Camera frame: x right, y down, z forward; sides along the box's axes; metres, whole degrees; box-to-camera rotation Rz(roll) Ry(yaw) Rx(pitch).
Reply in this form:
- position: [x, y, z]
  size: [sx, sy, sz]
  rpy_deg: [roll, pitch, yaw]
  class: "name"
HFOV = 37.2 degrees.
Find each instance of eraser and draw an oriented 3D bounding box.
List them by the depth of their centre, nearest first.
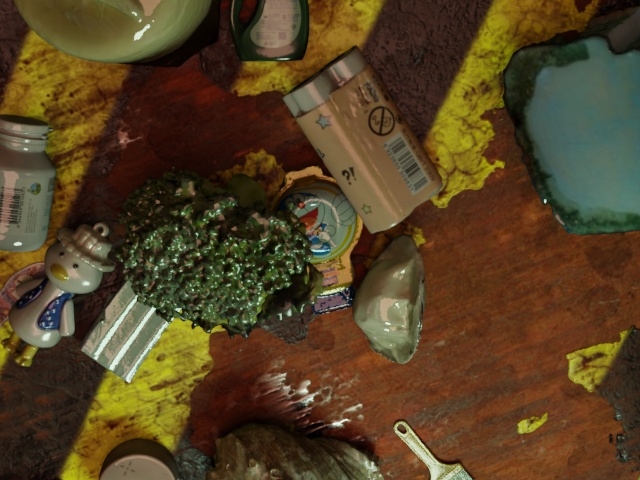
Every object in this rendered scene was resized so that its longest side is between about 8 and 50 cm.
- position: [0.083, -0.177, 1.661]
  size: [0.171, 0.087, 0.291]
  rpy_deg: [-38, 105, -16]
  class: "eraser"

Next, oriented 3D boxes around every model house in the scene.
- position: [0.545, -0.244, 1.626]
  size: [0.339, 0.297, 0.360]
  rpy_deg: [-37, 108, -33]
  class: "model house"

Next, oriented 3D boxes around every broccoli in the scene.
- position: [-0.162, 0.021, 1.579]
  size: [0.324, 0.272, 0.334]
  rpy_deg: [41, 142, 23]
  class: "broccoli"

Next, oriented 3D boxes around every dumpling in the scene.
- position: [0.138, 0.114, 1.692]
  size: [0.142, 0.172, 0.247]
  rpy_deg: [-5, 116, -27]
  class: "dumpling"

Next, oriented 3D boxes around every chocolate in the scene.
- position: [-0.314, -0.417, 1.477]
  size: [0.325, 0.297, 0.314]
  rpy_deg: [5, 108, -7]
  class: "chocolate"

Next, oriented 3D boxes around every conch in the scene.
- position: [-0.052, 0.489, 1.765]
  size: [0.352, 0.210, 0.297]
  rpy_deg: [4, 118, -4]
  class: "conch"

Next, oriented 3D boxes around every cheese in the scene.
- position: [0.000, 0.000, 1.712]
  size: [0.176, 0.069, 0.271]
  rpy_deg: [-14, 104, -2]
  class: "cheese"

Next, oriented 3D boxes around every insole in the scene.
- position: [-0.561, 0.107, 1.723]
  size: [0.197, 0.004, 0.065]
  rpy_deg: [-39, 104, 4]
  class: "insole"

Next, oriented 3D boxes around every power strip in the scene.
- position: [-0.339, 0.456, 1.786]
  size: [0.154, 0.078, 0.154]
  rpy_deg: [-1, 101, -7]
  class: "power strip"

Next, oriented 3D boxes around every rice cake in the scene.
- position: [-0.333, 0.136, 1.729]
  size: [0.127, 0.043, 0.237]
  rpy_deg: [37, 96, -12]
  class: "rice cake"

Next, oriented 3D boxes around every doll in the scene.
- position: [-0.460, 0.088, 1.669]
  size: [0.138, 0.119, 0.293]
  rpy_deg: [40, 99, 18]
  class: "doll"

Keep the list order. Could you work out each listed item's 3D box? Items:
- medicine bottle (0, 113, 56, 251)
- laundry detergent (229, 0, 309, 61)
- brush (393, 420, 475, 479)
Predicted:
- position: [-0.520, -0.099, 1.610]
  size: [0.135, 0.135, 0.215]
  rpy_deg: [10, 102, -7]
  class: "medicine bottle"
- position: [-0.088, -0.411, 1.612]
  size: [0.137, 0.063, 0.211]
  rpy_deg: [-1, 103, 2]
  class: "laundry detergent"
- position: [0.212, 0.428, 1.863]
  size: [0.083, 0.011, 0.205]
  rpy_deg: [-39, 103, 6]
  class: "brush"
